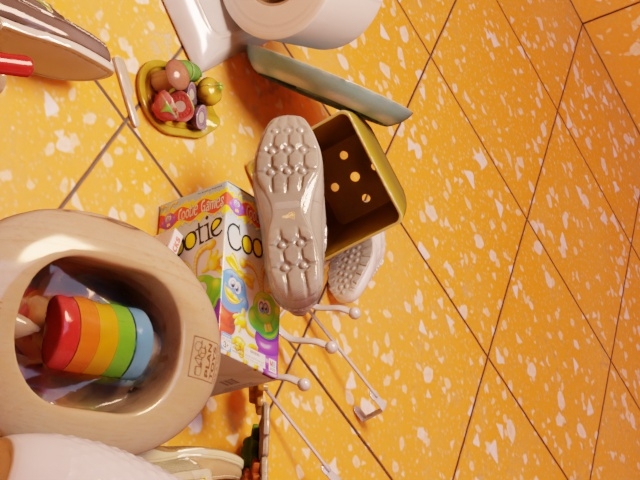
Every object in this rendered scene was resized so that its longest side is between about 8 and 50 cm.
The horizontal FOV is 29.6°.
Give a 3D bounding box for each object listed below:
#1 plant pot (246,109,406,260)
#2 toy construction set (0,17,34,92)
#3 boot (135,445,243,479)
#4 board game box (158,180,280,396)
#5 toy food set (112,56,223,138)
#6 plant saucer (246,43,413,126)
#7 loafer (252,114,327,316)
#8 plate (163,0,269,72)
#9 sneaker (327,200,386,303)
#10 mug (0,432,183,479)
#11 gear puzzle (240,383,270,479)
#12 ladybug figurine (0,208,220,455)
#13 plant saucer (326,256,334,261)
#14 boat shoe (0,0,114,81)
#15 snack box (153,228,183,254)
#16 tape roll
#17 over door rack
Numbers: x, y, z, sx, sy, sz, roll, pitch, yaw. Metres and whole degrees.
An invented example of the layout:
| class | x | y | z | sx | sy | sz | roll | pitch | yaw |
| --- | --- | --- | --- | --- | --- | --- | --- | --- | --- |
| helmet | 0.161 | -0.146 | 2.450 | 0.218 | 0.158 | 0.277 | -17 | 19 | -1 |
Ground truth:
| class | x | y | z | sx | sy | sz | roll | pitch | yaw |
| --- | --- | --- | --- | --- | --- | --- | --- | --- | --- |
| plant pot | 0.035 | -0.100 | 2.133 | 0.212 | 0.212 | 0.187 | 62 | 23 | -1 |
| toy construction set | -0.495 | -0.148 | 1.308 | 0.237 | 0.309 | 0.258 | -1 | 68 | -51 |
| boot | -0.201 | 0.386 | 1.657 | 0.262 | 0.095 | 0.204 | 14 | 63 | -51 |
| board game box | -0.155 | 0.075 | 1.827 | 0.142 | 0.144 | 0.275 | 32 | 49 | -45 |
| toy food set | -0.222 | -0.237 | 1.941 | 0.218 | 0.071 | 0.128 | -1 | 76 | -56 |
| plant saucer | 0.010 | -0.266 | 2.140 | 0.317 | 0.317 | 0.044 | 18 | 95 | -52 |
| loafer | -0.046 | -0.040 | 1.832 | 0.111 | 0.112 | 0.320 | 89 | 0 | -63 |
| plate | -0.189 | -0.455 | 2.119 | 0.278 | 0.045 | 0.277 | -39 | 109 | -55 |
| sneaker | 0.080 | 0.034 | 2.258 | 0.095 | 0.090 | 0.235 | 58 | 36 | -37 |
| mug | -0.287 | 0.410 | 1.360 | 0.328 | 0.276 | 0.374 | 38 | 84 | -25 |
| gear puzzle | -0.103 | 0.334 | 1.809 | 0.175 | 0.044 | 0.339 | 103 | -10 | -63 |
| ladybug figurine | -0.312 | 0.122 | 1.529 | 0.449 | 0.162 | 0.305 | 23 | 70 | -46 |
| plant saucer | 0.000 | 0.000 | 2.211 | 0.083 | 0.015 | 0.083 | 29 | 52 | -46 |
| boat shoe | -0.413 | -0.298 | 1.650 | 0.324 | 0.116 | 0.097 | 14 | 67 | -47 |
| snack box | -0.252 | 0.061 | 1.762 | 0.022 | 0.064 | 0.178 | 48 | 40 | -34 |
| tape roll | -0.031 | -0.459 | 2.090 | 0.169 | 0.246 | 0.246 | -2 | 77 | -56 |
| over door rack | 0.003 | 0.224 | 2.028 | 0.324 | 0.108 | 0.239 | 62 | 35 | -16 |
